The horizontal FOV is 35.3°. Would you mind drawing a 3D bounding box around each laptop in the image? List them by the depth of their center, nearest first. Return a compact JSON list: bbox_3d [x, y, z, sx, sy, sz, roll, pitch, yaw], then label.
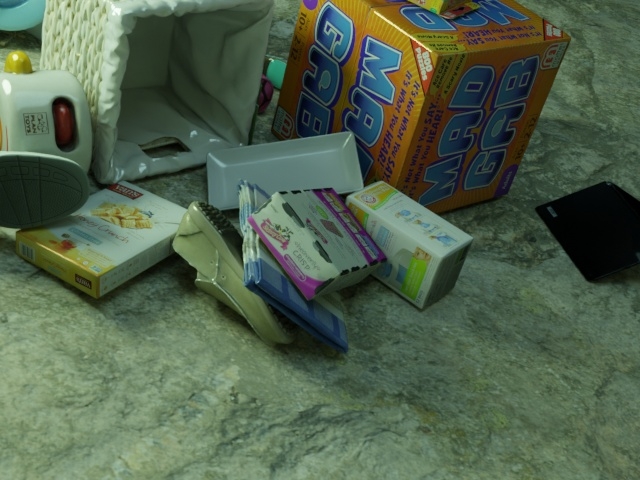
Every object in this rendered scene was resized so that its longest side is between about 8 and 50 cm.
[{"bbox_3d":[0.599,0.006,1.990,0.264,0.136,0.234,26,26,-36],"label":"laptop"}]

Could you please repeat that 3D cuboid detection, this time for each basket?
[{"bbox_3d":[-0.301,-0.322,1.783,0.328,0.331,0.266,-19,46,-41],"label":"basket"}]

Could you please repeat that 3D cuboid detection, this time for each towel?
[{"bbox_3d":[-0.048,0.036,1.572,0.209,0.034,0.285,38,22,-28],"label":"towel"}]

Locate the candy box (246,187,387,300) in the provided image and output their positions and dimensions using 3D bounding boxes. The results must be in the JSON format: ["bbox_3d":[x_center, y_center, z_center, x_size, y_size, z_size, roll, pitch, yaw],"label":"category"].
[{"bbox_3d":[0.000,0.000,1.581,0.159,0.071,0.233,53,19,11],"label":"candy box"}]

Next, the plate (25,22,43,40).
[{"bbox_3d":[-0.516,-0.490,2.169,0.278,0.045,0.277,31,38,20],"label":"plate"}]

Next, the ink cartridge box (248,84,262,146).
[{"bbox_3d":[-0.175,-0.275,1.960,0.062,0.109,0.209,-22,50,-41],"label":"ink cartridge box"}]

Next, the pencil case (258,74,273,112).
[{"bbox_3d":[-0.190,-0.346,2.071,0.209,0.095,0.098,41,11,31],"label":"pencil case"}]

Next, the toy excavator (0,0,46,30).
[{"bbox_3d":[-0.542,-0.544,2.000,0.445,0.433,0.222,32,21,-33],"label":"toy excavator"}]

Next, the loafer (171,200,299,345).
[{"bbox_3d":[-0.132,0.062,1.537,0.268,0.092,0.102,53,20,19],"label":"loafer"}]

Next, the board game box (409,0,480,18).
[{"bbox_3d":[0.159,-0.472,1.819,0.259,0.039,0.124,33,38,20],"label":"board game box"}]

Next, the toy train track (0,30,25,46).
[{"bbox_3d":[-0.630,-0.417,2.045,0.048,0.014,0.083,16,35,-1],"label":"toy train track"}]

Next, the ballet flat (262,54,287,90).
[{"bbox_3d":[-0.109,-0.371,2.166,0.188,0.070,0.070,26,36,7],"label":"ballet flat"}]

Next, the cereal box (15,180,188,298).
[{"bbox_3d":[-0.326,-0.009,1.571,0.173,0.047,0.240,24,35,24],"label":"cereal box"}]

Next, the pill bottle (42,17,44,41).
[{"bbox_3d":[-0.397,-0.398,1.997,0.272,0.152,0.152,-13,45,-35],"label":"pill bottle"}]

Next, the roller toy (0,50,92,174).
[{"bbox_3d":[-0.464,-0.180,1.630,0.146,0.209,0.191,-8,48,-30],"label":"roller toy"}]

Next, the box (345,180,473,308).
[{"bbox_3d":[0.136,0.004,1.705,0.203,0.114,0.103,35,38,24],"label":"box"}]

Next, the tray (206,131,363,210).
[{"bbox_3d":[-0.065,-0.116,1.778,0.270,0.030,0.145,-8,53,0],"label":"tray"}]

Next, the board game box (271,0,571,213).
[{"bbox_3d":[0.178,-0.294,1.921,0.356,0.356,0.356,-16,46,-38],"label":"board game box"}]

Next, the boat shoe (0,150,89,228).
[{"bbox_3d":[-0.511,-0.079,1.520,0.320,0.118,0.103,-9,22,-7],"label":"boat shoe"}]
